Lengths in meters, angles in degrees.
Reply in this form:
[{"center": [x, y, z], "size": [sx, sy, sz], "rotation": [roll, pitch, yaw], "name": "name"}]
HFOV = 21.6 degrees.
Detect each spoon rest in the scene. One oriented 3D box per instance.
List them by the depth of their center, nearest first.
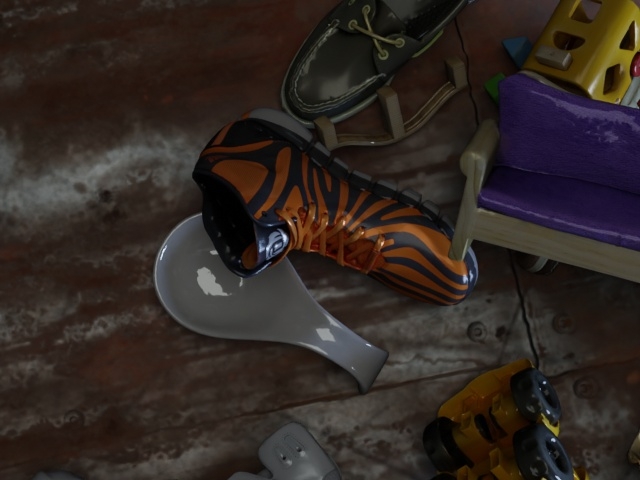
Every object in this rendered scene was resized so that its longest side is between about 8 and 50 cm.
[{"center": [-0.051, 0.070, 1.805], "size": [0.276, 0.084, 0.137], "rotation": [31, 81, 0], "name": "spoon rest"}]

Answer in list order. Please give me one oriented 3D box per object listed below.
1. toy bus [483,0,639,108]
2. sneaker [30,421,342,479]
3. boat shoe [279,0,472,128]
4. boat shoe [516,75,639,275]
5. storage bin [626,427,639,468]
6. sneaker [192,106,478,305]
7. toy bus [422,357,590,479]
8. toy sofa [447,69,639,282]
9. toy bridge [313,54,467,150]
[{"center": [0.266, -0.176, 1.793], "size": [0.191, 0.104, 0.202], "rotation": [-24, 54, 14], "name": "toy bus"}, {"center": [-0.113, 0.278, 1.752], "size": [0.365, 0.137, 0.210], "rotation": [24, 70, 9], "name": "sneaker"}, {"center": [0.076, -0.244, 1.851], "size": [0.305, 0.091, 0.109], "rotation": [-42, 87, -8], "name": "boat shoe"}, {"center": [0.314, -0.063, 1.844], "size": [0.095, 0.095, 0.257], "rotation": [32, 86, -13], "name": "boat shoe"}, {"center": [0.508, 0.198, 1.804], "size": [0.262, 0.123, 0.260], "rotation": [30, 82, 0], "name": "storage bin"}, {"center": [0.000, 0.000, 1.762], "size": [0.321, 0.125, 0.180], "rotation": [31, 40, 10], "name": "sneaker"}, {"center": [0.224, 0.265, 1.759], "size": [0.149, 0.220, 0.211], "rotation": [-35, 116, 24], "name": "toy bus"}, {"center": [0.320, -0.038, 1.682], "size": [0.362, 0.150, 0.177], "rotation": [15, 112, 9], "name": "toy sofa"}, {"center": [0.078, -0.140, 1.853], "size": [0.188, 0.063, 0.026], "rotation": [-26, 41, -13], "name": "toy bridge"}]
